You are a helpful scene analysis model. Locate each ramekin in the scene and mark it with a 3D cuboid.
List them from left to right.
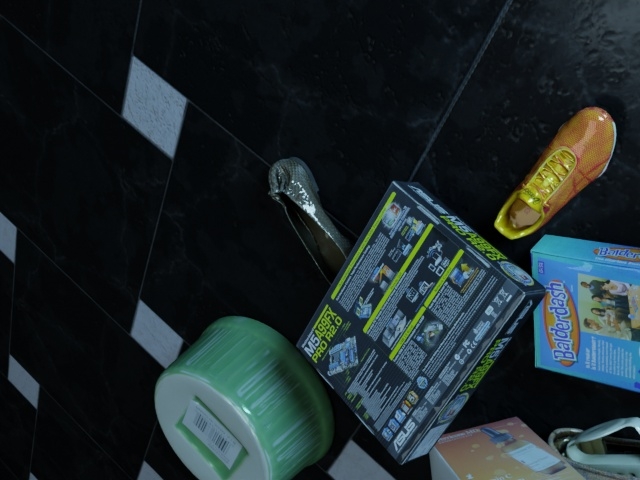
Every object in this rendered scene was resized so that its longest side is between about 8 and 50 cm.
[{"bbox_3d":[-0.140,0.294,1.267,0.304,0.148,0.303,21,127,30],"label":"ramekin"}]

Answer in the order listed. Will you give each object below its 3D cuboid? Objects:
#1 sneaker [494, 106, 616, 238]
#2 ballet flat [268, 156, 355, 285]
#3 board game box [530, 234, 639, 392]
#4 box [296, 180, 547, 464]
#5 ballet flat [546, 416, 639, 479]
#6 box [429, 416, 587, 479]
[{"bbox_3d":[0.247,-0.062,0.781,0.064,0.067,0.175,40,133,17],"label":"sneaker"},{"bbox_3d":[0.000,0.000,1.034,0.084,0.058,0.249,-23,99,46],"label":"ballet flat"},{"bbox_3d":[0.338,0.086,0.807,0.210,0.047,0.160,11,122,36],"label":"board game box"},{"bbox_3d":[0.109,0.097,0.905,0.216,0.060,0.270,44,117,32],"label":"box"},{"bbox_3d":[0.388,0.249,0.828,0.316,0.108,0.106,-15,95,43],"label":"ballet flat"},{"bbox_3d":[0.220,0.299,0.892,0.170,0.130,0.090,-138,38,-72],"label":"box"}]
